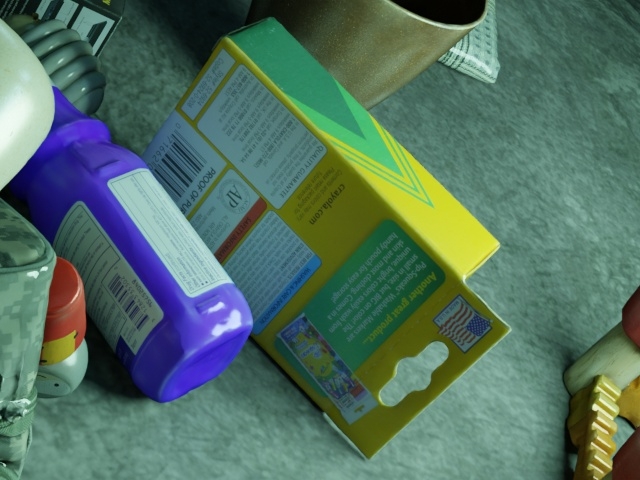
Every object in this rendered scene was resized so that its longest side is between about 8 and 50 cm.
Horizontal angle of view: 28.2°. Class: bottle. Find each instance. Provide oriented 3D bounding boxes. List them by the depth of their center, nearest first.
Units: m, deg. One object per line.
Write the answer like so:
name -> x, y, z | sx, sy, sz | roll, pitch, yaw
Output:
bottle -> -0.168, -0.011, 1.005 | 0.092, 0.118, 0.283 | -26, 70, -36

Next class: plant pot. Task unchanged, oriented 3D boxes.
plant pot -> 0.011, -0.210, 1.271 | 0.215, 0.230, 0.215 | 24, 40, -22

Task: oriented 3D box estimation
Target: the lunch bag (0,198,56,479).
lunch bag -> -0.307, 0.094, 0.675 | 0.305, 0.256, 0.212 | -3, 26, -42

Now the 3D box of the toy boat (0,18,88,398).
toy boat -> -0.279, -0.022, 0.904 | 0.267, 0.148, 0.318 | -37, 75, -29

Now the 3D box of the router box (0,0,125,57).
router box -> -0.302, -0.329, 1.244 | 0.243, 0.081, 0.308 | 23, 40, -22

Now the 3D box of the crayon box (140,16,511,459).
crayon box -> 0.000, 0.000, 1.071 | 0.323, 0.203, 0.083 | 46, 37, 6

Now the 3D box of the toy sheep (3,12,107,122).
toy sheep -> -0.233, -0.143, 1.115 | 0.132, 0.091, 0.091 | 54, 36, -5

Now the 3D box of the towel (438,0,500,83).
towel -> 0.097, -0.364, 1.670 | 0.312, 0.056, 0.324 | 25, 41, -16

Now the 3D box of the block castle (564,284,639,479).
block castle -> 0.450, 0.253, 1.199 | 0.453, 0.213, 0.303 | 34, 37, -9
